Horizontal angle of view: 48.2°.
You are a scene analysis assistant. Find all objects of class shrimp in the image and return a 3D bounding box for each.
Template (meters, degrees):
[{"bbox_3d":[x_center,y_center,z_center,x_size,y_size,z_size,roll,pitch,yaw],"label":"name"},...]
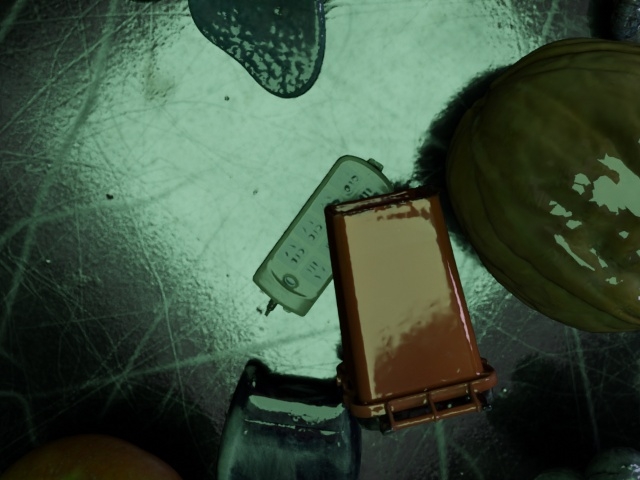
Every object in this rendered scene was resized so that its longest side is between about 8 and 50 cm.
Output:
[{"bbox_3d":[0.356,-0.298,0.769,0.056,0.065,0.165,30,106,21],"label":"shrimp"}]

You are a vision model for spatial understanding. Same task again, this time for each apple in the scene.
[{"bbox_3d":[-0.257,0.324,0.818,0.234,0.173,0.210,36,101,5],"label":"apple"}]

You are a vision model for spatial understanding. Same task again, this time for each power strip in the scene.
[{"bbox_3d":[0.000,0.000,0.837,0.080,0.029,0.227,36,97,-5],"label":"power strip"}]

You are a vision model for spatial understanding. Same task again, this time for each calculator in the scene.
[{"bbox_3d":[-0.041,0.290,0.877,0.176,0.040,0.268,6,104,0],"label":"calculator"}]

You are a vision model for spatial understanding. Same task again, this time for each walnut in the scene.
[{"bbox_3d":[0.282,-0.048,0.713,0.313,0.252,0.277,41,105,1],"label":"walnut"}]

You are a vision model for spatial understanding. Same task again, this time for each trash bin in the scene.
[{"bbox_3d":[0.085,0.069,0.759,0.161,0.184,0.239,-12,100,-4],"label":"trash bin"}]

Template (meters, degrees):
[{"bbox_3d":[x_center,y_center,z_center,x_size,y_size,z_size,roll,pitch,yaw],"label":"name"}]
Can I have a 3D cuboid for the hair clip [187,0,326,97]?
[{"bbox_3d":[-0.111,-0.372,0.686,0.318,0.238,0.393,17,98,0],"label":"hair clip"}]

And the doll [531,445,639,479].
[{"bbox_3d":[0.397,0.313,0.809,0.340,0.158,0.246,39,137,-11],"label":"doll"}]
